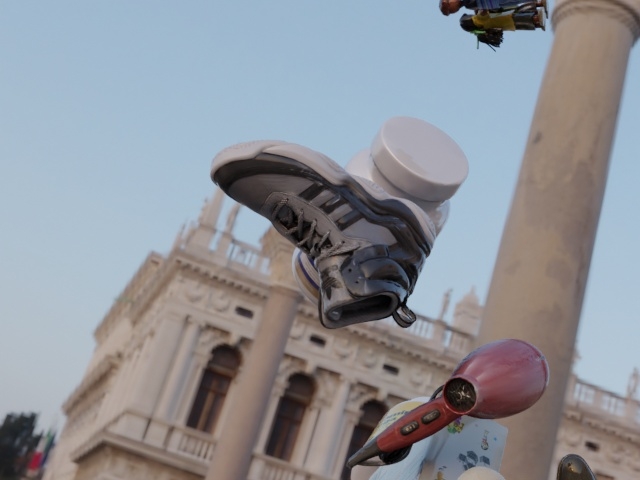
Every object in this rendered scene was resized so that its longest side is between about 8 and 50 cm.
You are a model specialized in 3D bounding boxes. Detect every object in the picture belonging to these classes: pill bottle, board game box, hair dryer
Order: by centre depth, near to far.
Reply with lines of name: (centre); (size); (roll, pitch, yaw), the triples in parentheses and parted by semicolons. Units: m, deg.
hair dryer: (0.146, 0.187, 1.032); (0.080, 0.224, 0.293); (52, -16, 17)
board game box: (0.103, 0.367, 1.136); (0.098, 0.303, 0.224); (28, -46, -1)
pill bottle: (0.078, -0.028, 1.280); (0.153, 0.153, 0.264); (22, -49, -11)
pill bottle: (0.190, 0.442, 1.995); (0.188, 0.187, 0.334); (12, 12, 14)

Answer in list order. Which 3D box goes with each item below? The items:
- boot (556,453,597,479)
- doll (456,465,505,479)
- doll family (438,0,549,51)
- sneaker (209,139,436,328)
boot: (0.424, 0.436, 1.493); (0.082, 0.219, 0.106); (-10, -17, -3)
doll: (0.062, 0.220, 0.664); (0.046, 0.189, 0.129); (40, 24, 9)
doll family: (0.208, -0.279, 1.150); (0.111, 0.076, 0.193); (0, -13, 18)
sneaker: (0.000, 0.000, 1.029); (0.269, 0.153, 0.101); (23, -39, -16)
